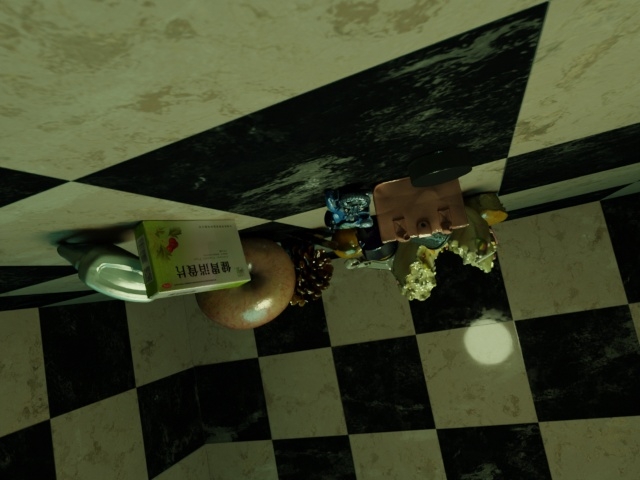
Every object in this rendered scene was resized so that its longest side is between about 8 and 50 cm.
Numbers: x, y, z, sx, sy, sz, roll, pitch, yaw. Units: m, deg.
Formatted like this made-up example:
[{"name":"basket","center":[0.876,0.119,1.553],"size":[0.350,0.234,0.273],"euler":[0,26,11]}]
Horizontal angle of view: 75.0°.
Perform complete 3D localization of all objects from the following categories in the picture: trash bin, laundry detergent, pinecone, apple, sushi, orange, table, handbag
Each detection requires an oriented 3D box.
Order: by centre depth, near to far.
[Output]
[{"name":"table","center":[0.261,-0.158,0.916],"size":[0.133,0.043,0.133],"euler":[-11,172,-1]},{"name":"handbag","center":[0.243,-0.081,1.032],"size":[0.212,0.158,0.059],"euler":[-11,173,7]},{"name":"laundry detergent","center":[-0.540,0.061,1.054],"size":[0.280,0.105,0.214],"euler":[18,174,42]},{"name":"trash bin","center":[0.306,-0.064,1.335],"size":[0.160,0.176,0.175],"euler":[7,166,-23]},{"name":"apple","center":[-0.252,0.135,1.415],"size":[0.344,0.345,0.269],"euler":[-9,152,-16]},{"name":"sushi","center":[0.000,0.000,1.597],"size":[0.210,0.040,0.192],"euler":[17,179,24]},{"name":"pinecone","center":[-0.062,0.130,1.694],"size":[0.264,0.264,0.264],"euler":[-11,173,-1]},{"name":"orange","center":[0.119,0.010,1.710],"size":[0.156,0.124,0.156],"euler":[-10,168,-2]}]

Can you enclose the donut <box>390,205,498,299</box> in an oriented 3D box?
[{"name":"donut","center":[0.419,0.033,1.445],"size":[0.150,0.308,0.371],"euler":[30,133,-31]}]

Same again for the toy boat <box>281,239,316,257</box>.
[{"name":"toy boat","center":[-0.146,0.069,1.925],"size":[0.298,0.092,0.134],"euler":[-18,173,42]}]

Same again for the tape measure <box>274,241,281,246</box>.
[{"name":"tape measure","center":[-0.203,0.032,1.673],"size":[0.094,0.054,0.091],"euler":[-8,178,18]}]

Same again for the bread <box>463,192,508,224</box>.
[{"name":"bread","center":[0.561,-0.097,1.560],"size":[0.174,0.121,0.245],"euler":[-6,174,-39]}]

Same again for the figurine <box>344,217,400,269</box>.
[{"name":"figurine","center":[0.228,0.010,1.589],"size":[0.143,0.309,0.308],"euler":[32,-163,29]}]

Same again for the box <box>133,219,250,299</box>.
[{"name":"box","center":[-0.313,0.039,1.045],"size":[0.062,0.175,0.260],"euler":[-28,164,40]}]

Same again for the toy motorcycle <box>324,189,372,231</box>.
[{"name":"toy motorcycle","center":[0.069,-0.077,1.102],"size":[0.135,0.092,0.254],"euler":[-3,165,7]}]
